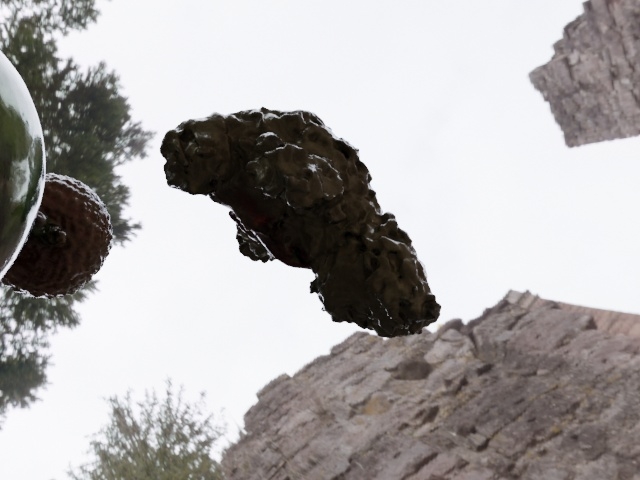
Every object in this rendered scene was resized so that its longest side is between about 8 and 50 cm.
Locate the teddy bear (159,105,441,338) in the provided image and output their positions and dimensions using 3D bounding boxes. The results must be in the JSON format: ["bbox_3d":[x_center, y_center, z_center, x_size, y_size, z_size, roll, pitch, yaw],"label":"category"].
[{"bbox_3d":[0.000,0.000,0.879,0.224,0.357,0.367,-37,-116,-2],"label":"teddy bear"}]

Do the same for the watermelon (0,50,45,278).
[{"bbox_3d":[-0.242,-0.028,0.346,0.188,0.188,0.215,-6,-86,-23],"label":"watermelon"}]

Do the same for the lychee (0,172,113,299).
[{"bbox_3d":[-0.244,-0.005,0.586,0.114,0.146,0.114,1,-93,-27],"label":"lychee"}]
